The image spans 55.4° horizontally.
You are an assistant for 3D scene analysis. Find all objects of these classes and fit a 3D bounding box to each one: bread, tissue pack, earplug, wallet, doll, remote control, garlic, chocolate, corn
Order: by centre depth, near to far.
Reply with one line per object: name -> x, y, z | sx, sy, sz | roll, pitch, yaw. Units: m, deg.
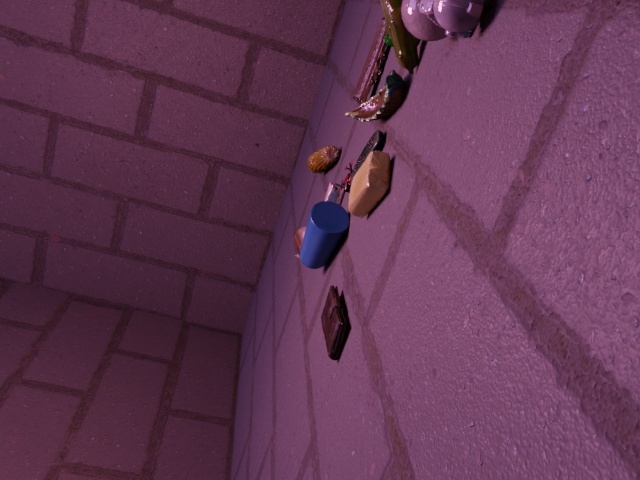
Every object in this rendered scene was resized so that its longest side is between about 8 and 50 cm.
doll -> 0.269, -0.507, 1.324 | 0.287, 0.151, 0.151 | -115, 41, -69
bread -> 0.137, -0.157, 1.709 | 0.188, 0.068, 0.125 | 125, 158, -63
wallet -> 0.038, 0.231, 1.747 | 0.230, 0.042, 0.124 | -98, 22, -67
remote control -> 0.142, -0.250, 1.886 | 0.222, 0.042, 0.072 | 120, 162, -50
earplug -> 0.000, 0.000, 2.073 | 0.273, 0.132, 0.132 | 113, 168, -52
chocolate -> 0.189, -0.625, 2.113 | 0.102, 0.065, 0.329 | -109, 37, -73
tissue pack -> 0.048, -0.159, 2.204 | 0.074, 0.059, 0.094 | -106, 33, -74
garlic -> -0.049, 0.003, 2.473 | 0.198, 0.090, 0.128 | 148, 122, -65
corn -> 0.010, -0.343, 2.588 | 0.320, 0.097, 0.097 | 170, 115, -76

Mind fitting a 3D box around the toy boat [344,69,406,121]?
toy boat -> 0.173, -0.414, 1.822 | 0.293, 0.099, 0.108 | 157, 128, -67

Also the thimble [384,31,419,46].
thimble -> 0.240, -0.610, 1.752 | 0.130, 0.090, 0.118 | -87, 14, -49

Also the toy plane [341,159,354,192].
toy plane -> 0.100, -0.213, 2.072 | 0.060, 0.037, 0.145 | 125, 157, -51

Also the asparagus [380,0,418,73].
asparagus -> 0.203, -0.619, 1.637 | 0.085, 0.082, 0.343 | -119, 9, -70
